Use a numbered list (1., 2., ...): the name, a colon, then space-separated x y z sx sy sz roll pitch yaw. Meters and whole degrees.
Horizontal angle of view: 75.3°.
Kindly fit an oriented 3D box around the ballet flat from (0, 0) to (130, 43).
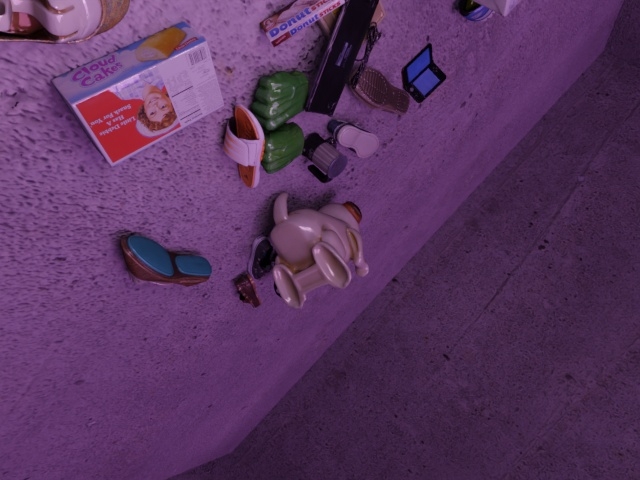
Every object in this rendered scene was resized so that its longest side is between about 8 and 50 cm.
1. ballet flat: -0.416 -0.319 0.564 0.349 0.123 0.123 -22 146 -42

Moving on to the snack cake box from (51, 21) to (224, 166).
1. snack cake box: -0.329 -0.278 0.790 0.264 0.089 0.152 -36 155 -20

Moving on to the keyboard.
1. keyboard: 0.069 -0.474 1.067 0.201 0.033 0.317 -12 134 -53

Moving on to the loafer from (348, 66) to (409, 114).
1. loafer: 0.173 -0.457 1.300 0.269 0.092 0.101 12 92 -45

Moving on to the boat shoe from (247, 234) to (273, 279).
1. boat shoe: -0.210 0.080 1.521 0.080 0.076 0.228 -26 148 -37

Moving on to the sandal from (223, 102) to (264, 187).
1. sandal: -0.202 -0.218 1.061 0.076 0.102 0.265 -35 155 -29

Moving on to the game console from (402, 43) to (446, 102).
1. game console: 0.361 -0.573 1.431 0.144 0.124 0.085 -44 -179 -4

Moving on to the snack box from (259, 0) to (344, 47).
1. snack box: -0.040 -0.488 0.891 0.178 0.064 0.022 -29 159 7

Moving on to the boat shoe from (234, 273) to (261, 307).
1. boat shoe: -0.284 0.204 1.604 0.073 0.073 0.207 -35 146 -19

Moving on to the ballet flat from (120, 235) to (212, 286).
1. ballet flat: -0.444 0.077 1.147 0.124 0.116 0.342 -30 162 12

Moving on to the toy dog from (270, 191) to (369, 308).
1. toy dog: 0.000 0.000 1.489 0.284 0.395 0.408 -39 177 32

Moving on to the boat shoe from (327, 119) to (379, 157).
1. boat shoe: 0.111 -0.342 1.389 0.254 0.079 0.095 -1 132 -54

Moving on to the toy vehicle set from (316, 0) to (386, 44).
1. toy vehicle set: 0.062 -0.578 1.011 0.166 0.035 0.267 -49 155 7

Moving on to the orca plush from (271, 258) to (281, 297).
1. orca plush: -0.152 0.083 1.590 0.102 0.151 0.287 8 117 -8

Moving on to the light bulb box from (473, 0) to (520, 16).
1. light bulb box: 0.379 -0.746 0.875 0.361 0.358 0.225 -45 157 -4

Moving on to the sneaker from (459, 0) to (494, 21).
1. sneaker: 0.529 -0.831 1.252 0.147 0.130 0.330 -28 150 -39

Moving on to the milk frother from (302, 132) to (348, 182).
1. milk frother: 0.032 -0.268 1.310 0.143 0.135 0.129 -36 154 -21

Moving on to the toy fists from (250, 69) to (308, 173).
1. toy fists: -0.115 -0.303 1.082 0.142 0.096 0.279 -43 157 -37
